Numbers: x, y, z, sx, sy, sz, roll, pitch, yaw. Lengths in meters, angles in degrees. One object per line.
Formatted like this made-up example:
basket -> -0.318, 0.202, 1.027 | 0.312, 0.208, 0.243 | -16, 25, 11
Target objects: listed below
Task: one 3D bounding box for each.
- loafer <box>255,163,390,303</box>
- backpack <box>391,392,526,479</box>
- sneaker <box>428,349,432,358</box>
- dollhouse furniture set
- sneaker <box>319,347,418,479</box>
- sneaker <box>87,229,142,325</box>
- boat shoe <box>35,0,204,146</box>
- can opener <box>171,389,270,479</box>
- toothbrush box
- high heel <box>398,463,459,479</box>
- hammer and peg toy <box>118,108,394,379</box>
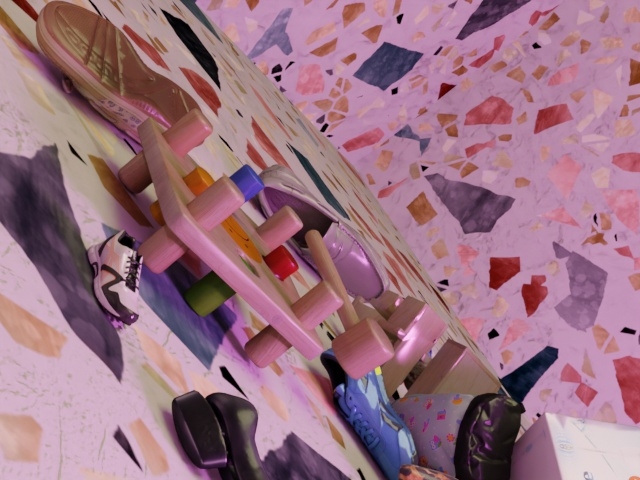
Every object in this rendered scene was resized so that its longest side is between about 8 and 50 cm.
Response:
loafer -> 0.000, 0.000, 1.836 | 0.319, 0.112, 0.111 | 43, 15, -11
backpack -> 0.169, 0.267, 1.379 | 0.115, 0.152, 0.182 | 38, -29, -28
sneaker -> 0.184, 0.218, 1.974 | 0.211, 0.081, 0.080 | 58, 8, 25
dollhouse furniture set -> 0.087, 0.202, 1.633 | 0.303, 0.174, 0.355 | 47, -14, -32
sneaker -> 0.057, 0.232, 1.355 | 0.082, 0.069, 0.209 | -1, 55, -37
sneaker -> -0.181, 0.031, 0.932 | 0.040, 0.043, 0.109 | 46, 12, -46
boat shoe -> -0.265, -0.192, 1.317 | 0.285, 0.089, 0.105 | 41, 40, -43
can opener -> -0.062, 0.205, 0.854 | 0.186, 0.073, 0.059 | 59, -28, 24
toothbrush box -> 0.404, 0.360, 1.331 | 0.295, 0.126, 0.216 | 12, 46, -17
high heel -> 0.181, 0.388, 1.222 | 0.261, 0.093, 0.186 | 54, 5, -28
hammer and peg toy -> -0.079, 0.025, 1.219 | 0.361, 0.127, 0.266 | 47, 8, -34
